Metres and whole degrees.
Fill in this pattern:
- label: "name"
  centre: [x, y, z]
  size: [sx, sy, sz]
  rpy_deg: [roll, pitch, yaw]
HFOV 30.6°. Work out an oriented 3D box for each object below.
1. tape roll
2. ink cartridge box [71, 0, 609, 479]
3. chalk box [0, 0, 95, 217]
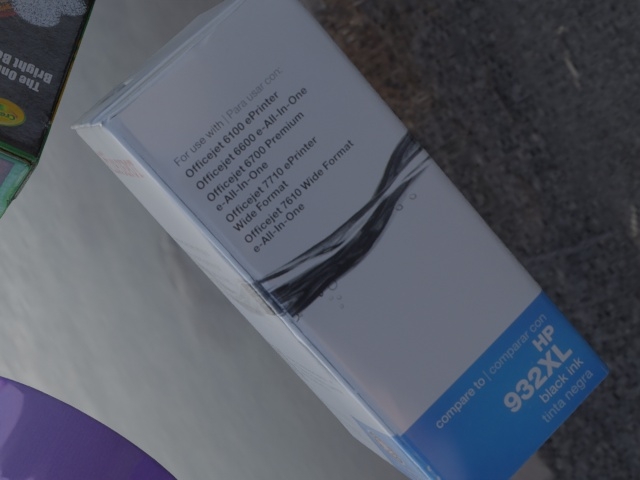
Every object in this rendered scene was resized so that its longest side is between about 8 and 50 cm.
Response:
- label: "tape roll"
  centre: [-0.255, 0.235, 1.099]
  size: [0.275, 0.090, 0.275]
  rpy_deg: [22, 151, 13]
- label: "ink cartridge box"
  centre: [0.000, 0.000, 0.738]
  size: [0.307, 0.129, 0.223]
  rpy_deg: [48, 171, -14]
- label: "chalk box"
  centre: [-0.241, -0.083, 0.724]
  size: [0.132, 0.213, 0.132]
  rpy_deg: [26, 141, -20]
